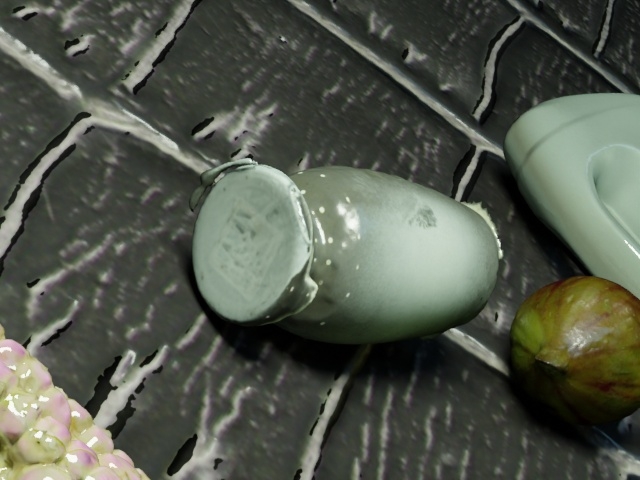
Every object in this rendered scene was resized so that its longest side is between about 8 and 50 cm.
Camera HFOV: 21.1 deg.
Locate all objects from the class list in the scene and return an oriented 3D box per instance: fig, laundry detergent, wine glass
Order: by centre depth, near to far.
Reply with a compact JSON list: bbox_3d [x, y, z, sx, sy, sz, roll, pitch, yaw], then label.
[{"bbox_3d":[0.019,0.010,1.077,0.204,0.111,0.111,8,42,-48],"label":"wine glass"},{"bbox_3d":[0.182,0.080,1.207,0.109,0.103,0.154,25,14,15],"label":"fig"},{"bbox_3d":[0.326,0.054,1.417,0.264,0.125,0.398,10,40,-45],"label":"laundry detergent"}]

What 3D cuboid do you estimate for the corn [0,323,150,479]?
[{"bbox_3d":[-0.137,0.105,0.714,0.335,0.126,0.126,43,26,-2],"label":"corn"}]
